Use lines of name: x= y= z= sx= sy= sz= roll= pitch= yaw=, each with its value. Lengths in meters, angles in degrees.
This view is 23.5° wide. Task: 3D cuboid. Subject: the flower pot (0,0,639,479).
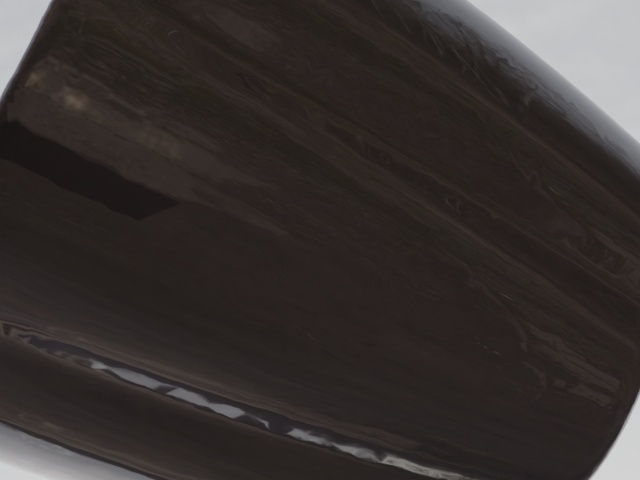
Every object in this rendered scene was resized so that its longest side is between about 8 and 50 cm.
flower pot: x=0.000 y=0.000 z=0.612 sx=0.243 sy=0.265 sz=0.265 roll=24 pitch=-80 yaw=-5
